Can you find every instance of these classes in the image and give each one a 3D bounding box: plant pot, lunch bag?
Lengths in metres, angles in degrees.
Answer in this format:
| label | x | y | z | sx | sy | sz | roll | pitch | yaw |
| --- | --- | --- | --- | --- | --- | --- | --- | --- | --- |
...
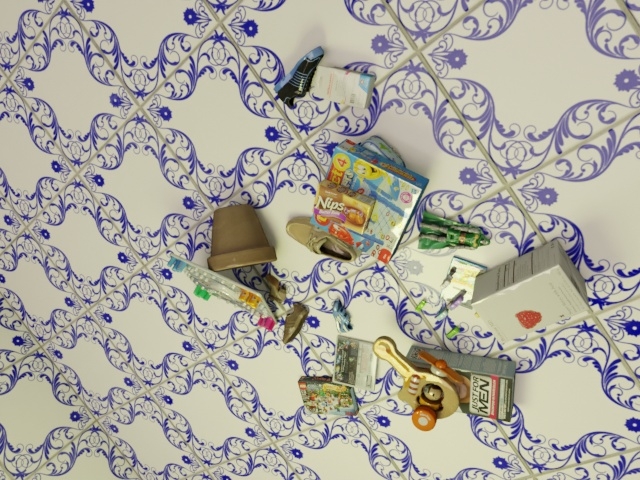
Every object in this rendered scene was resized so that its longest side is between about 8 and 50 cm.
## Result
| label | x | y | z | sx | sy | sz | roll | pitch | yaw |
| --- | --- | --- | --- | --- | --- | --- | --- | --- | --- |
| plant pot | -0.307 | -0.012 | 2.061 | 0.263 | 0.263 | 0.229 | -11 | 86 | 28 |
| lunch bag | 0.161 | -0.230 | 1.823 | 0.176 | 0.090 | 0.219 | 44 | 125 | 0 |

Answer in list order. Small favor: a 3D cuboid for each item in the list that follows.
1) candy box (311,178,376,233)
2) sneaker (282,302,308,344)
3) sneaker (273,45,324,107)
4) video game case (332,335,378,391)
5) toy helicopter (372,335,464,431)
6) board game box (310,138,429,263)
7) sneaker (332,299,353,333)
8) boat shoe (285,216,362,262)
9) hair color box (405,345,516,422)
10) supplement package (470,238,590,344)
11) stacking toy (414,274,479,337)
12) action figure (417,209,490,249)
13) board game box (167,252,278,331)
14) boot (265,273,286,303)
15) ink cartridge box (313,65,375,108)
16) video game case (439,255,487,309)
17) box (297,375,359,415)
| label | x | y | z | sx | sy | sz | roll | pitch | yaw |
| --- | --- | --- | --- | --- | --- | --- | --- | --- | --- |
| candy box | 0.072 | -0.109 | 1.739 | 0.187 | 0.053 | 0.109 | 25 | 125 | 14 |
| sneaker | -0.113 | 0.333 | 2.203 | 0.071 | 0.066 | 0.188 | 42 | 117 | 23 |
| sneaker | -0.055 | -0.538 | 1.812 | 0.232 | 0.081 | 0.090 | -36 | 96 | 38 |
| video game case | 0.137 | 0.481 | 2.139 | 0.173 | 0.022 | 0.190 | 8 | 100 | 21 |
| toy helicopter | 0.330 | 0.455 | 1.872 | 0.355 | 0.140 | 0.235 | 44 | 118 | 7 |
| board game box | 0.151 | -0.124 | 1.775 | 0.302 | 0.086 | 0.308 | 28 | 126 | 13 |
| sneaker | 0.085 | 0.290 | 2.094 | 0.059 | 0.053 | 0.144 | -5 | 116 | 27 |
| boat shoe | 0.000 | 0.000 | 1.987 | 0.302 | 0.098 | 0.109 | 22 | 118 | 15 |
| hair color box | 0.494 | 0.508 | 1.958 | 0.375 | 0.113 | 0.185 | 5 | 112 | 23 |
| supplement package | 0.647 | 0.163 | 1.705 | 0.293 | 0.175 | 0.177 | -32 | 102 | 31 |
| stacking toy | 0.446 | 0.237 | 1.889 | 0.167 | 0.052 | 0.221 | 40 | 131 | 4 |
| action figure | 0.442 | -0.015 | 1.806 | 0.232 | 0.063 | 0.137 | 9 | 111 | 17 |
| board game box | -0.374 | 0.211 | 2.125 | 0.390 | 0.050 | 0.390 | 22 | 160 | 15 |
| boot | -0.187 | 0.199 | 2.188 | 0.118 | 0.042 | 0.087 | 40 | 129 | 13 |
| ink cartridge box | 0.077 | -0.500 | 1.773 | 0.181 | 0.061 | 0.104 | 19 | 116 | 16 |
| video game case | 0.487 | 0.146 | 1.873 | 0.119 | 0.015 | 0.166 | 20 | 117 | 17 |
| box | 0.032 | 0.642 | 2.261 | 0.233 | 0.044 | 0.159 | -6 | 108 | 26 |
